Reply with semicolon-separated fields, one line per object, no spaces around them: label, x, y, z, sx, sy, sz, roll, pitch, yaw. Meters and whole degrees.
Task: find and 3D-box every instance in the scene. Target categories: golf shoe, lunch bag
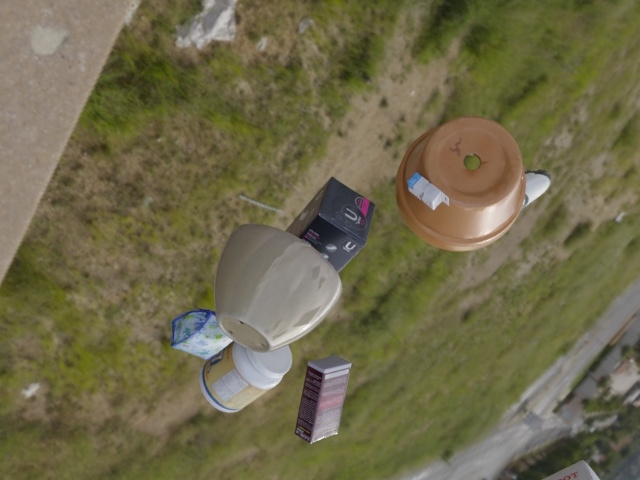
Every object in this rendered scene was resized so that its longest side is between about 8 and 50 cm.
golf shoe;0.565;-0.105;2.087;0.273;0.120;0.105;-32;125;18
lunch bag;-0.285;0.227;1.793;0.151;0.096;0.129;-28;142;31

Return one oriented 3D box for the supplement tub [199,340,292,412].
supplement tub;-0.176;0.305;1.672;0.200;0.144;0.144;-39;157;31

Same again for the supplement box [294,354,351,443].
supplement box;0.008;0.476;2.130;0.130;0.073;0.239;-1;106;-49

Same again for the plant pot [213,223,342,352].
plant pot;-0.119;0.128;1.523;0.284;0.284;0.191;84;30;-53

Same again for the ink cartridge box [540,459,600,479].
ink cartridge box;0.584;0.747;1.656;0.279;0.160;0.384;-32;-162;15

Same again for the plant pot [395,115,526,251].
plant pot;0.311;-0.136;1.519;0.291;0.291;0.203;-43;170;-6

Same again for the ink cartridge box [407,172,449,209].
ink cartridge box;0.213;-0.092;1.394;0.028;0.083;0.048;-47;159;-6

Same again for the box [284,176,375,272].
box;0.000;0.000;1.787;0.270;0.143;0.165;-48;-164;40
